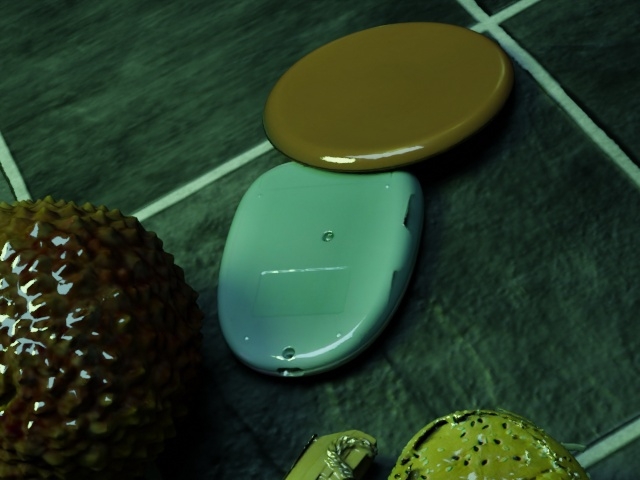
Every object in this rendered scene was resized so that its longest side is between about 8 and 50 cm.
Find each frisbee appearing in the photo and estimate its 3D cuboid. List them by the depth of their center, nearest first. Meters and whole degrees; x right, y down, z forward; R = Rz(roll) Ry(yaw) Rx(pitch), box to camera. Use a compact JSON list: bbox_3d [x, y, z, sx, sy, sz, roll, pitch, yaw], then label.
[{"bbox_3d":[0.064,-0.145,1.466,0.251,0.021,0.251,-9,36,7],"label":"frisbee"}]

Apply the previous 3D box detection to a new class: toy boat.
[{"bbox_3d":[-0.016,0.235,1.159,0.072,0.064,0.206,25,63,17],"label":"toy boat"}]

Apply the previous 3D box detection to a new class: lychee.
[{"bbox_3d":[-0.214,0.082,1.252,0.267,0.267,0.267,-11,46,12],"label":"lychee"}]

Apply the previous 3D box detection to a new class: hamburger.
[{"bbox_3d":[0.126,0.202,1.090,0.185,0.113,0.177,-41,46,-15],"label":"hamburger"}]

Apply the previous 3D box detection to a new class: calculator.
[{"bbox_3d":[0.000,0.000,1.374,0.185,0.041,0.299,-3,48,20],"label":"calculator"}]
